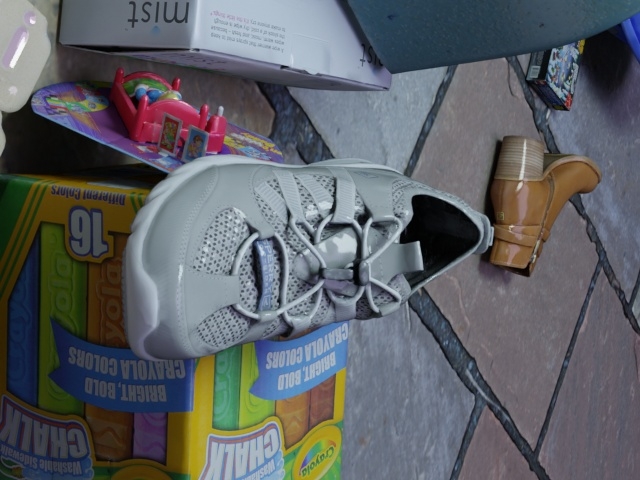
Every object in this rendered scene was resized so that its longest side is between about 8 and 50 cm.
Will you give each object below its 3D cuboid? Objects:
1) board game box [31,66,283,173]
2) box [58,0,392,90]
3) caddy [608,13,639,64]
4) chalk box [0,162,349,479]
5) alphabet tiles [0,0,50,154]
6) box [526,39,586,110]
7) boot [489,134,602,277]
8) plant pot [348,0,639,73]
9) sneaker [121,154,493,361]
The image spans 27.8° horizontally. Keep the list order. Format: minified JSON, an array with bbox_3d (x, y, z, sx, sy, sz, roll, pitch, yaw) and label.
[{"bbox_3d":[-0.100,-0.087,0.847,0.133,0.168,0.033,-29,140,-62],"label":"board game box"},{"bbox_3d":[-0.047,-0.235,0.942,0.262,0.126,0.231,-1,98,-58],"label":"box"},{"bbox_3d":[0.436,-0.317,1.651,0.341,0.179,0.241,39,40,-54],"label":"caddy"},{"bbox_3d":[-0.099,0.099,0.878,0.180,0.179,0.289,-11,105,-56],"label":"chalk box"},{"bbox_3d":[-0.263,-0.136,0.719,0.284,0.021,0.278,44,62,-52],"label":"alphabet tiles"},{"bbox_3d":[0.291,-0.237,1.569,0.094,0.027,0.137,32,69,-56],"label":"box"},{"bbox_3d":[0.258,-0.031,1.523,0.197,0.073,0.152,12,85,-46],"label":"boot"},{"bbox_3d":[0.151,-0.285,0.899,0.248,0.252,0.247,54,49,-47],"label":"plant pot"},{"bbox_3d":[0.000,0.000,0.740,0.281,0.115,0.105,-23,116,-52],"label":"sneaker"}]
